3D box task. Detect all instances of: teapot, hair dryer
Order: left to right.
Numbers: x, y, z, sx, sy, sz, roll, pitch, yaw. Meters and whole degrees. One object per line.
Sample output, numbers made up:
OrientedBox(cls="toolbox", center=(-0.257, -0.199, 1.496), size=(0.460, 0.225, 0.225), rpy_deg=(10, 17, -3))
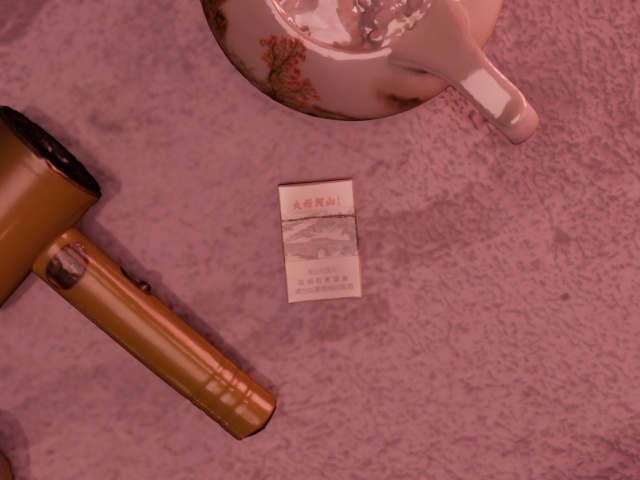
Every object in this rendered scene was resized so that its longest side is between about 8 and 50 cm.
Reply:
OrientedBox(cls="hair dryer", center=(-0.153, 0.049, 1.099), size=(0.278, 0.090, 0.135), rpy_deg=(41, 94, -9))
OrientedBox(cls="teapot", center=(0.029, -0.174, 1.043), size=(0.298, 0.139, 0.204), rpy_deg=(39, 92, -2))

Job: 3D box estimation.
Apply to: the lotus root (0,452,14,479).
OrientedBox(cls="lotus root", center=(-0.282, 0.172, 1.084), size=(0.143, 0.144, 0.070), rpy_deg=(-8, 89, -6))

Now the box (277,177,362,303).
OrientedBox(cls="box", center=(0.000, 0.000, 1.115), size=(0.054, 0.024, 0.083), rpy_deg=(-5, 95, 3))
